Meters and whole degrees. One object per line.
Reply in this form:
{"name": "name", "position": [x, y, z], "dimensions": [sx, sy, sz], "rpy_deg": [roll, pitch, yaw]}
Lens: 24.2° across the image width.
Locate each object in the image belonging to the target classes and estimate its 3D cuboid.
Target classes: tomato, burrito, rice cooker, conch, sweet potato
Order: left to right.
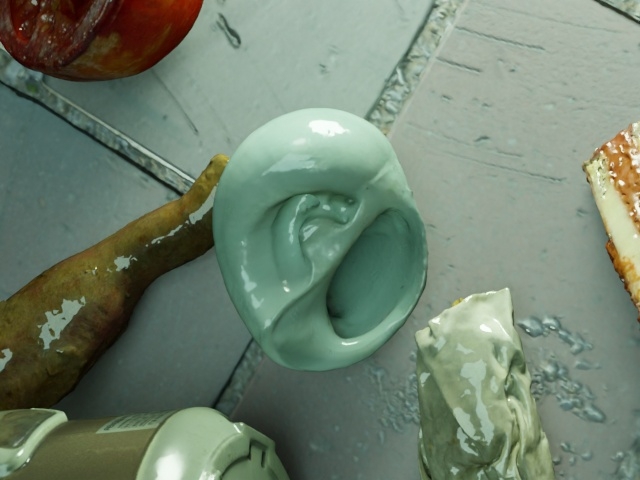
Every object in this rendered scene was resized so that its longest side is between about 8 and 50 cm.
{"name": "rice cooker", "position": [-0.198, 0.300, 1.234], "dimensions": [0.325, 0.335, 0.335], "rpy_deg": [-7, 89, 19]}
{"name": "sweet potato", "position": [-0.211, 0.058, 1.353], "dimensions": [0.385, 0.109, 0.109], "rpy_deg": [-40, 78, 2]}
{"name": "tomato", "position": [-0.179, -0.230, 1.316], "dimensions": [0.233, 0.139, 0.200], "rpy_deg": [16, 89, 52]}
{"name": "conch", "position": [0.001, -0.003, 1.266], "dimensions": [0.185, 0.121, 0.221], "rpy_deg": [9, 103, 11]}
{"name": "burrito", "position": [0.143, 0.240, 1.244], "dimensions": [0.117, 0.076, 0.392], "rpy_deg": [-10, 88, 20]}

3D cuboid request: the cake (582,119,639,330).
{"name": "cake", "position": [0.299, 0.010, 1.144], "dimensions": [0.158, 0.159, 0.262], "rpy_deg": [-34, 79, 20]}
